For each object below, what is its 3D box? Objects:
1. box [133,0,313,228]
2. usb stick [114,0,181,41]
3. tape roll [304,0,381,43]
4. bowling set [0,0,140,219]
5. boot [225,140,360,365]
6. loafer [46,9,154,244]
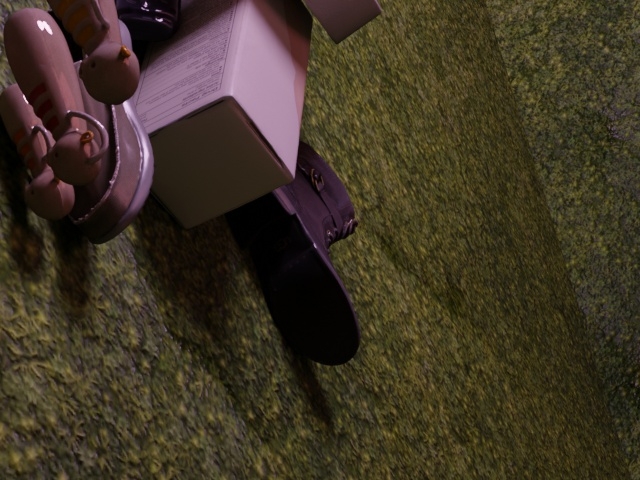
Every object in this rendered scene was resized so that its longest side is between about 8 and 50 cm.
[{"bbox_3d":[-0.105,-0.172,1.361,0.121,0.148,0.311,52,28,-32],"label":"box"},{"bbox_3d":[-0.192,-0.326,1.418,0.077,0.045,0.278,7,49,-14],"label":"usb stick"},{"bbox_3d":[-0.065,-0.406,1.474,0.392,0.072,0.392,54,7,-10],"label":"tape roll"},{"bbox_3d":[-0.263,-0.098,0.951,0.200,0.287,0.154,-14,67,-24],"label":"bowling set"},{"bbox_3d":[0.000,0.000,1.492,0.263,0.091,0.229,63,23,-2],"label":"boot"},{"bbox_3d":[-0.216,-0.109,1.140,0.087,0.094,0.251,23,42,-43],"label":"loafer"}]
